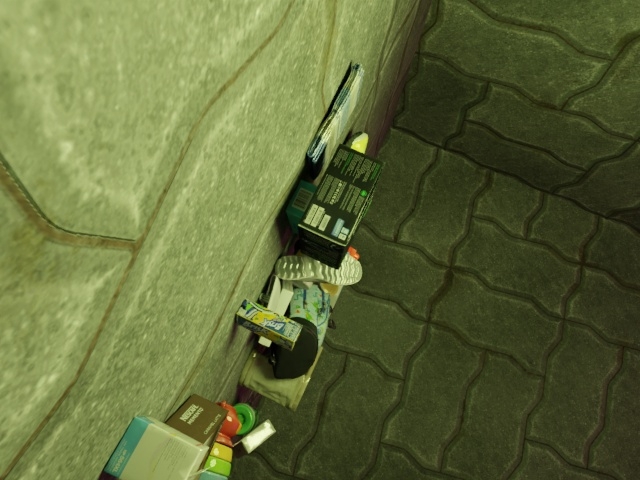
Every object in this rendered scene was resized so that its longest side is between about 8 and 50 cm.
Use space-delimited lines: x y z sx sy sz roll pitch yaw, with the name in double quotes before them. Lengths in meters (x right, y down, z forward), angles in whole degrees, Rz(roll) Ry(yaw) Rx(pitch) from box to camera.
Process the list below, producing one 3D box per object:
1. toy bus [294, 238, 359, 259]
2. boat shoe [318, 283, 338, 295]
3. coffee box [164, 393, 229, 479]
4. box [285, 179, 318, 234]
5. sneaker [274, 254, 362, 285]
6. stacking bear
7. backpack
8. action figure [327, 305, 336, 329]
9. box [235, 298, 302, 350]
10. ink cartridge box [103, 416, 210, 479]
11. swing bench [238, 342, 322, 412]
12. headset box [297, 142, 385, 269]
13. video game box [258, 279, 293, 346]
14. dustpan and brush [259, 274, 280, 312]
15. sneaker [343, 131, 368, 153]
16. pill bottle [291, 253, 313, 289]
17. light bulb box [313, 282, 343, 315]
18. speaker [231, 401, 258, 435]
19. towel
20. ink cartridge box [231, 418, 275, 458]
"toy bus" 0.040 0.001 1.449 0.149 0.211 0.220 -52 -169 45
"boat shoe" 0.007 0.131 1.865 0.096 0.098 0.277 -51 -134 50
"coffee box" -0.319 0.501 0.954 0.247 0.098 0.141 -66 174 11
"box" -0.044 -0.083 1.215 0.244 0.060 0.101 89 26 -77
"sneaker" -0.006 0.086 1.349 0.115 0.281 0.105 145 -49 -81
"stacking bear" -0.316 0.612 1.193 0.175 0.164 0.289 105 1 -56
"backpack" -0.080 0.320 1.663 0.356 0.273 0.290 -113 -149 -56
"action figure" -0.081 0.370 1.882 0.099 0.284 0.186 48 33 -66
"box" -0.136 0.220 1.096 0.059 0.168 0.054 107 10 -49
"ink cartridge box" -0.262 0.371 0.704 0.092 0.143 0.090 101 14 -66
"swing bench" -0.160 0.516 1.718 0.255 0.253 0.165 -57 170 -59
"headset box" 0.050 -0.075 1.137 0.283 0.131 0.246 97 19 -73
"video game box" -0.156 0.247 1.482 0.187 0.048 0.205 -120 -126 -84
"dustpan and brush" -0.167 0.194 1.348 0.211 0.060 0.147 70 34 -73
"sneaker" 0.105 -0.219 1.583 0.145 0.147 0.385 -19 132 -80
"pill bottle" -0.050 0.084 1.609 0.112 0.112 0.187 101 15 -67
"light bulb box" -0.013 0.254 2.117 0.361 0.225 0.358 -55 169 -55
"speaker" -0.339 0.774 1.819 0.296 0.131 0.131 100 16 -69
"towel" 0.038 -0.315 1.140 0.285 0.034 0.209 -63 176 -5
"ink cartridge box" -0.338 0.869 1.744 0.261 0.066 0.296 -27 162 -32
